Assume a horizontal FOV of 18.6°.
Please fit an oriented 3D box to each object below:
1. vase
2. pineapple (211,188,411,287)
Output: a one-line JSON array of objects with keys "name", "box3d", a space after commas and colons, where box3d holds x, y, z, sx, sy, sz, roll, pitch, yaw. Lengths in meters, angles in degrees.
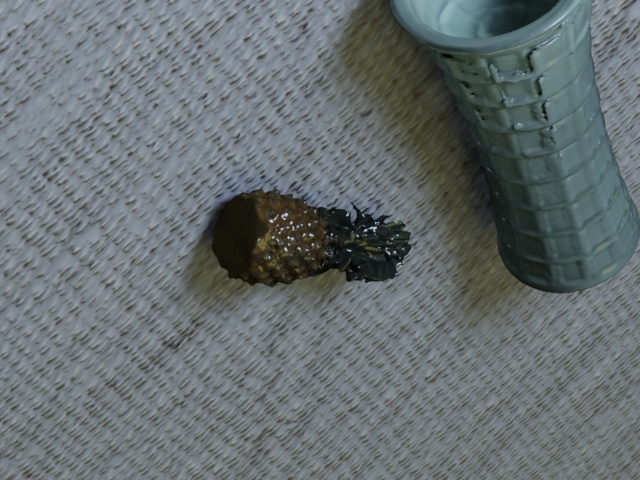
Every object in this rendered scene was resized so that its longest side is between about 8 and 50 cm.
[{"name": "vase", "box3d": [0.154, -0.089, 1.416, 0.143, 0.143, 0.299, -34, 138, -9]}, {"name": "pineapple", "box3d": [0.000, 0.000, 1.420, 0.159, 0.074, 0.074, 5, 120, -41]}]
